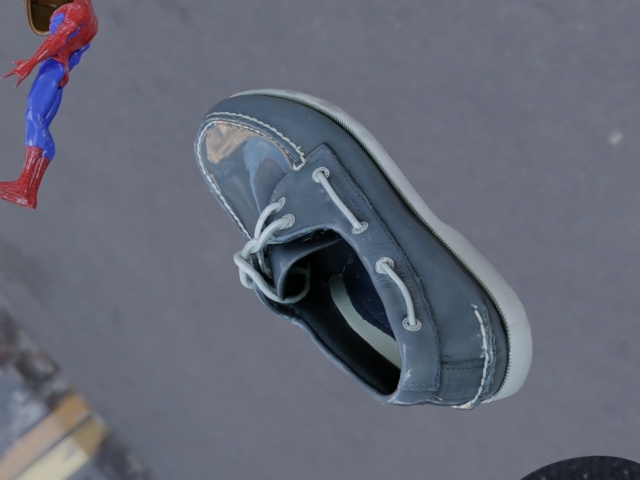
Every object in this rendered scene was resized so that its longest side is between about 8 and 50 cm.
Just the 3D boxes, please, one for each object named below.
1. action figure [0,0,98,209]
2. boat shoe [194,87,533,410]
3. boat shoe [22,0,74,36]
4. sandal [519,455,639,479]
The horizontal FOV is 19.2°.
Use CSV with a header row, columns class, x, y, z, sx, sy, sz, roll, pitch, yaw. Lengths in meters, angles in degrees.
class,x,y,z,sx,sy,sz,roll,pitch,yaw
action figure,-0.128,-0.074,0.887,0.030,0.115,0.038,18,170,10
boat shoe,0.000,0.000,1.211,0.319,0.099,0.116,43,133,38
boat shoe,-0.166,-0.201,1.272,0.064,0.060,0.178,20,146,-7
sandal,0.164,0.380,1.781,0.167,0.446,0.107,39,163,9
